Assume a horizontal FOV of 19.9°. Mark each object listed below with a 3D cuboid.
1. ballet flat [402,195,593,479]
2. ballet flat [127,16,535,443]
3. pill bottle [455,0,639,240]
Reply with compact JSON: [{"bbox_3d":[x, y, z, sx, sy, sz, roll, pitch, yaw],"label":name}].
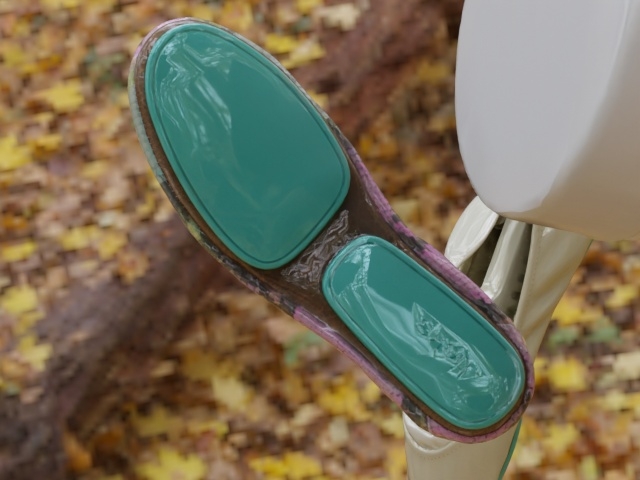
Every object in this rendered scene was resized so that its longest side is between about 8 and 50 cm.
[{"bbox_3d":[0.092,0.053,1.095,0.086,0.248,0.086,21,-1,0],"label":"ballet flat"},{"bbox_3d":[0.000,0.000,0.771,0.077,0.221,0.079,-46,5,-7],"label":"ballet flat"},{"bbox_3d":[0.214,-0.048,0.605,0.318,0.176,0.176,8,8,-18],"label":"pill bottle"}]
